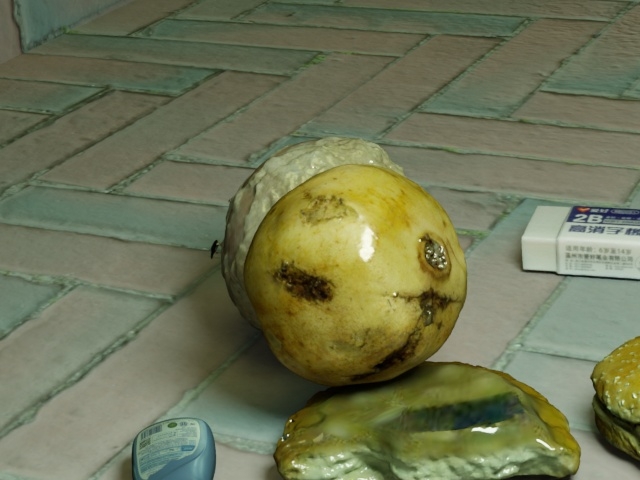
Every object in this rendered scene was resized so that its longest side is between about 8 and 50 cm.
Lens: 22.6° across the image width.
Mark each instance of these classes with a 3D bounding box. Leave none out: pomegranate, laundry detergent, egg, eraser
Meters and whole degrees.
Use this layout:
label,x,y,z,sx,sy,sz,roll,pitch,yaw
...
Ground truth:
label,x,y,z,sx,sy,sz,roll,pitch,yaw
pomegranate,0.042,0.039,1.852,0.260,0.260,0.260,-4,23,2
laundry detergent,-0.160,0.268,1.747,0.097,0.061,0.206,-3,23,-3
egg,0.000,0.000,2.106,0.279,0.279,0.310,4,52,20
eraser,0.399,0.001,2.259,0.210,0.068,0.124,3,27,19

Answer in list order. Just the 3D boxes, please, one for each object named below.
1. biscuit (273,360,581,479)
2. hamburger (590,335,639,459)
label,x,y,z,sx,sy,sz,roll,pitch,yaw
biscuit,0.110,0.212,1.810,0.335,0.078,0.329,-14,20,-25
hamburger,0.401,0.167,1.799,0.189,0.122,0.215,-12,22,-12
